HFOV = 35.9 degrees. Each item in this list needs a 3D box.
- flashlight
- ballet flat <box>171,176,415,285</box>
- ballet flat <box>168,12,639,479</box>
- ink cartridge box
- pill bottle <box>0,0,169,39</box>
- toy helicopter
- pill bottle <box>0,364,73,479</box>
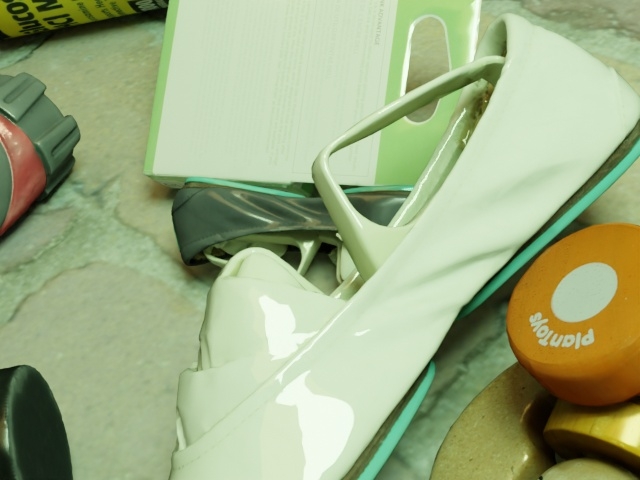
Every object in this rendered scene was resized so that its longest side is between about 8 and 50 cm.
[{"bbox_3d":[-0.289,0.001,0.677,0.103,0.103,0.304,35,49,-1],"label":"flashlight"},{"bbox_3d":[0.000,0.000,0.645,0.203,0.074,0.074,3,46,9],"label":"ballet flat"},{"bbox_3d":[0.021,0.023,0.530,0.139,0.139,0.400,28,65,35],"label":"ballet flat"},{"bbox_3d":[-0.003,-0.116,0.707,0.235,0.056,0.171,5,81,17],"label":"ink cartridge box"},{"bbox_3d":[-0.285,-0.285,0.916,0.334,0.188,0.188,-10,44,5],"label":"pill bottle"},{"bbox_3d":[0.140,0.165,0.371,0.235,0.140,0.355,-43,31,4],"label":"toy helicopter"},{"bbox_3d":[-0.252,0.135,0.523,0.219,0.123,0.123,-14,43,1],"label":"pill bottle"}]
